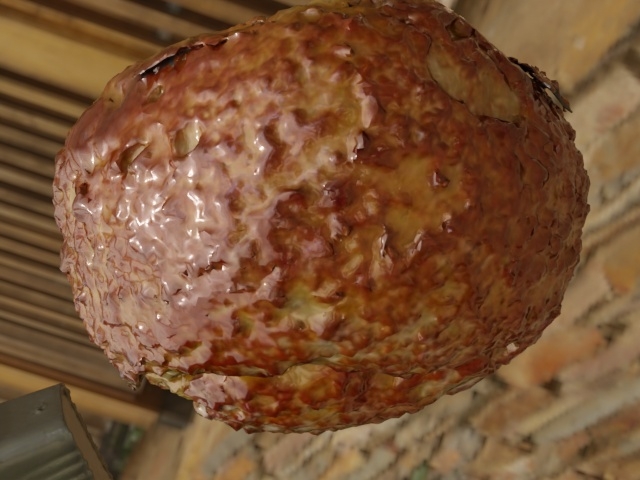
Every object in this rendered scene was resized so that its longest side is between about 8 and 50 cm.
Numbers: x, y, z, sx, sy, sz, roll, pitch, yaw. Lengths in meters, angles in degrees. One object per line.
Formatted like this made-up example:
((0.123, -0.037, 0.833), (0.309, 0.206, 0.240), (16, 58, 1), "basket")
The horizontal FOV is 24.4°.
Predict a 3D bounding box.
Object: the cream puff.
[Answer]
((-0.001, 0.000, 0.649), (0.240, 0.240, 0.164), (133, 133, -72), "cream puff")

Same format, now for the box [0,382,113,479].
((-0.294, 0.267, 1.460), (0.138, 0.178, 0.274), (-120, 8, -61), "box")
